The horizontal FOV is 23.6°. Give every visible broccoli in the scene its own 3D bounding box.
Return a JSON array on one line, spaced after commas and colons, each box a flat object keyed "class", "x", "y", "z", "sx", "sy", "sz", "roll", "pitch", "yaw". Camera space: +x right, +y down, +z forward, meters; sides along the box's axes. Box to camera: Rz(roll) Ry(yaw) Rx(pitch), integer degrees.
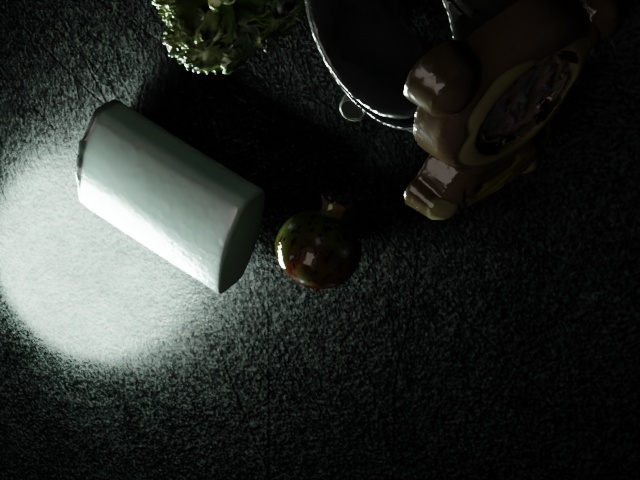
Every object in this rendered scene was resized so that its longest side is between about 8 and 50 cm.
[{"class": "broccoli", "x": -0.109, "y": -0.338, "z": 1.996, "sx": 0.226, "sy": 0.176, "sz": 0.198, "roll": -31, "pitch": 104, "yaw": 39}]

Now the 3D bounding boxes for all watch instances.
[{"class": "watch", "x": 0.130, "y": -0.249, "z": 1.831, "sx": 0.327, "sy": 0.314, "sz": 0.335, "roll": 46, "pitch": 147, "yaw": 23}]

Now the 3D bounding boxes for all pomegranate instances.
[{"class": "pomegranate", "x": -0.004, "y": 0.007, "z": 2.169, "sx": 0.130, "sy": 0.130, "sz": 0.130, "roll": 19, "pitch": 126, "yaw": 29}]

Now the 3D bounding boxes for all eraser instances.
[{"class": "eraser", "x": -0.231, "y": -0.067, "z": 2.314, "sx": 0.290, "sy": 0.104, "sz": 0.189, "roll": 32, "pitch": 127, "yaw": 18}]

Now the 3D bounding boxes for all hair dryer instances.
[{"class": "hair dryer", "x": 0.090, "y": -0.172, "z": 2.042, "sx": 0.124, "sy": 0.063, "sz": 0.038, "roll": 24, "pitch": 130, "yaw": 0}]
